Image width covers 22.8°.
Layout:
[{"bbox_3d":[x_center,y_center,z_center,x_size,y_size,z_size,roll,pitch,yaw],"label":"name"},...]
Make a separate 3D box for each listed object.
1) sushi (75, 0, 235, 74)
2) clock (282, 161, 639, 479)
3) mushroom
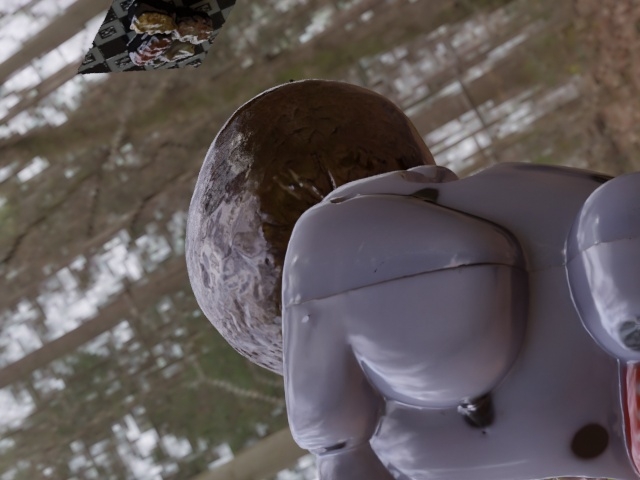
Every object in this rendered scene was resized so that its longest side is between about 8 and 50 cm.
[{"bbox_3d":[-0.126,-0.165,1.305,0.120,0.126,0.026,-9,-116,-33],"label":"sushi"},{"bbox_3d":[0.136,0.036,0.597,0.189,0.254,0.189,24,-119,-53],"label":"clock"},{"bbox_3d":[0.005,0.000,1.157,0.194,0.138,0.231,-31,-78,-19],"label":"mushroom"}]
